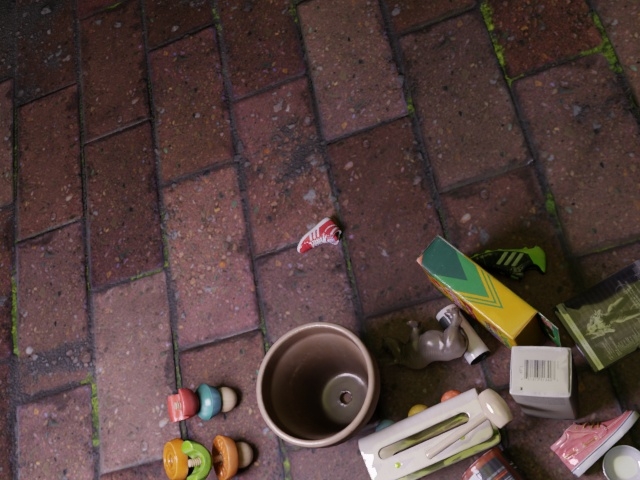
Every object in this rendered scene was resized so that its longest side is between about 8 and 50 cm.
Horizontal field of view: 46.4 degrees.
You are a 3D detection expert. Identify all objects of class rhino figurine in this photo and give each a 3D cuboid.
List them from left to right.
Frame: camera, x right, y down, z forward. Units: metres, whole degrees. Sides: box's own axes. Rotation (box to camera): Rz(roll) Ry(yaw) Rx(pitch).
[{"bbox_3d":[0.223,0.230,1.658,0.243,0.073,0.106,-24,72,34],"label":"rhino figurine"}]

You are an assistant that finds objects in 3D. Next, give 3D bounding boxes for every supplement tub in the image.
[{"bbox_3d":[0.383,0.519,1.487,0.106,0.106,0.198,-42,60,1],"label":"supplement tub"}]

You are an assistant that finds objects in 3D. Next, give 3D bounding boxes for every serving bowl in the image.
[{"bbox_3d":[0.603,0.449,1.475,0.083,0.027,0.083,-7,67,18],"label":"serving bowl"}]

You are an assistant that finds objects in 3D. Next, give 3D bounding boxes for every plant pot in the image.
[{"bbox_3d":[0.023,0.332,1.630,0.263,0.229,0.263,-8,66,18],"label":"plant pot"}]

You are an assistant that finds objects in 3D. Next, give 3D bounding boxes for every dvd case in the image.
[{"bbox_3d":[0.634,0.159,1.585,0.221,0.018,0.164,-31,63,6],"label":"dvd case"}]

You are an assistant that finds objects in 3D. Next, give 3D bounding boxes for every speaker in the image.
[{"bbox_3d":[0.318,0.210,1.665,0.055,0.055,0.136,-36,62,4],"label":"speaker"}]

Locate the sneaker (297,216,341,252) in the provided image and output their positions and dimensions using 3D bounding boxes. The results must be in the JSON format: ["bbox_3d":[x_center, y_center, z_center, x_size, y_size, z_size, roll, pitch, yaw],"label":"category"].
[{"bbox_3d":[0.000,0.000,1.879,0.118,0.042,0.067,-45,58,-3],"label":"sneaker"}]

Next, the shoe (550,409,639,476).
[{"bbox_3d":[0.550,0.386,1.499,0.178,0.063,0.081,-45,66,4],"label":"shoe"}]

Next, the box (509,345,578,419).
[{"bbox_3d":[0.443,0.283,1.461,0.113,0.275,0.094,0,69,20],"label":"box"}]

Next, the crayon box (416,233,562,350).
[{"bbox_3d":[0.363,0.138,1.593,0.081,0.202,0.318,-48,60,-2],"label":"crayon box"}]

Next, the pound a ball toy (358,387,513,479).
[{"bbox_3d":[0.235,0.387,1.539,0.319,0.208,0.135,-27,62,10],"label":"pound a ball toy"}]

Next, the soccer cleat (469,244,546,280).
[{"bbox_3d":[0.418,0.054,1.676,0.179,0.060,0.072,-6,72,5],"label":"soccer cleat"}]

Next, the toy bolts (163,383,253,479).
[{"bbox_3d":[-0.270,0.458,1.778,0.218,0.159,0.228,-32,64,53],"label":"toy bolts"}]
